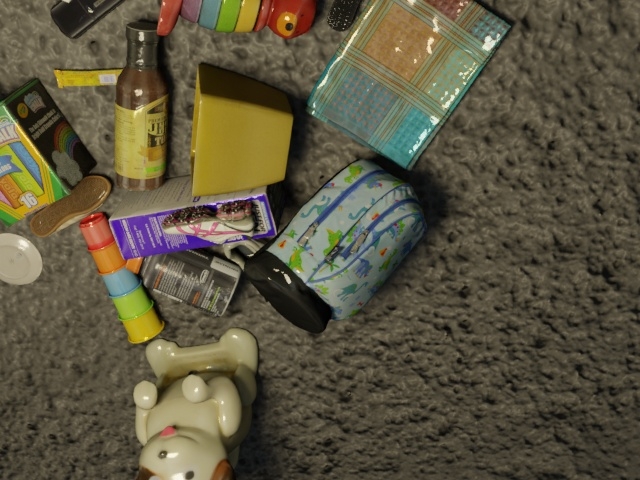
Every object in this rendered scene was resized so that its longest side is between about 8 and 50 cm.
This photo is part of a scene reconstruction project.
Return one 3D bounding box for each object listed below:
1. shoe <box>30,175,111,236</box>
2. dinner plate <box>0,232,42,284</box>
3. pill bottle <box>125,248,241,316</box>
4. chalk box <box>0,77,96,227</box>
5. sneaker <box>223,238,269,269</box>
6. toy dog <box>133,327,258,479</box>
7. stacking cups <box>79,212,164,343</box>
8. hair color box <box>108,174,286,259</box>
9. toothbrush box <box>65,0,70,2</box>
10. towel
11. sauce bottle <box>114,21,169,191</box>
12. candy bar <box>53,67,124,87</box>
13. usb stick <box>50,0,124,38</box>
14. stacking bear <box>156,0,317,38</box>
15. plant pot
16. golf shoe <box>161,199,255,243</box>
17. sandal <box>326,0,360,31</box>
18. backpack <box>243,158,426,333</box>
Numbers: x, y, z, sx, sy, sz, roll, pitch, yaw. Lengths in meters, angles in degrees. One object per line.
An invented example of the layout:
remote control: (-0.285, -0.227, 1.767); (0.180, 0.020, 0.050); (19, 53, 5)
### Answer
shoe: (-0.559, -0.082, 1.769); (0.219, 0.058, 0.076); (-29, 92, 14)
dinner plate: (-0.736, 0.048, 1.867); (0.141, 0.017, 0.141); (1, 117, 2)
pill bottle: (-0.314, 0.072, 1.784); (0.246, 0.130, 0.130); (24, 117, -8)
chalk box: (-0.645, -0.211, 1.635); (0.179, 0.180, 0.289); (-25, 112, 16)
sneaker: (-0.120, 0.051, 1.767); (0.232, 0.115, 0.090); (20, 117, -6)
toy dog: (-0.306, 0.456, 1.828); (0.285, 0.408, 0.395); (-1, 117, 5)
stacking cups: (-0.475, 0.089, 1.828); (0.096, 0.096, 0.316); (-18, 114, 13)
hair color box: (-0.255, -0.067, 1.677); (0.339, 0.185, 0.110); (-10, 116, 10)
toothbrush box: (-0.545, -0.591, 1.414); (0.283, 0.122, 0.206); (22, 120, -6)
towel: (0.169, -0.347, 1.583); (0.272, 0.040, 0.370); (29, 116, -12)
sauce bottle: (-0.370, -0.272, 1.619); (0.112, 0.111, 0.344); (8, 119, 0)
candy bar: (-0.479, -0.342, 1.643); (0.162, 0.018, 0.040); (-1, 121, 4)
usb stick: (-0.416, -0.499, 1.542); (0.278, 0.045, 0.077); (-31, 104, 18)
stacking bear: (-0.147, -0.461, 1.481); (0.289, 0.164, 0.175); (10, 132, -14)
plant pot: (-0.162, -0.219, 1.591); (0.187, 0.212, 0.212); (3, 118, -13)
golf shoe: (-0.222, -0.024, 1.554); (0.186, 0.067, 0.085); (-5, 119, 7)
sandal: (0.065, -0.490, 1.520); (0.067, 0.040, 0.179); (30, 130, -5)
backpack: (0.049, 0.005, 1.618); (0.273, 0.355, 0.290); (22, 160, 25)
